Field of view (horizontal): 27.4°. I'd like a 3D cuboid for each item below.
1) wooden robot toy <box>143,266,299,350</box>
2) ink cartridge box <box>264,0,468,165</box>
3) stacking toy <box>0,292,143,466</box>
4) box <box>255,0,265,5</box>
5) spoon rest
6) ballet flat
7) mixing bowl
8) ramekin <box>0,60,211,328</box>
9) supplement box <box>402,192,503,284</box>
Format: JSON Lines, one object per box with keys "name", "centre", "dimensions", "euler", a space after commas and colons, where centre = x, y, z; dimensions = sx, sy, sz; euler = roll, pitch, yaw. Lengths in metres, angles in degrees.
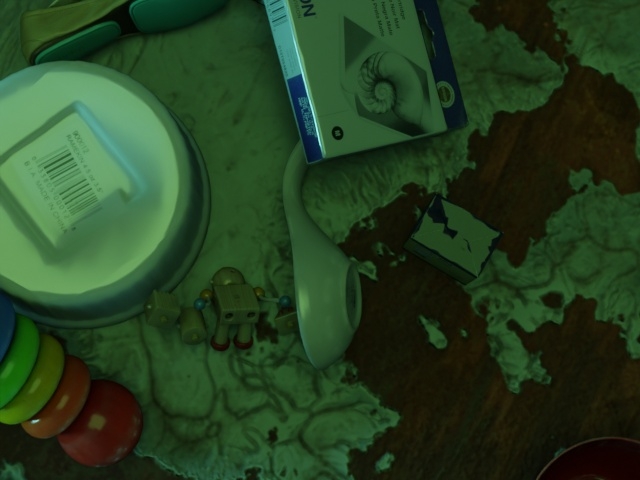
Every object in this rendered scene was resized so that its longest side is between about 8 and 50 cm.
{"name": "wooden robot toy", "centre": [-0.104, 0.065, 1.385], "dimensions": [0.173, 0.076, 0.079], "euler": [0, 43, -19]}
{"name": "ink cartridge box", "centre": [0.058, -0.207, 1.367], "dimensions": [0.224, 0.045, 0.223], "euler": [-17, 92, -33]}
{"name": "stacking toy", "centre": [-0.306, 0.119, 1.279], "dimensions": [0.330, 0.141, 0.141], "euler": [36, 81, -32]}
{"name": "box", "centre": [-0.110, -0.379, 1.424], "dimensions": [0.290, 0.087, 0.169], "euler": [27, 82, 1]}
{"name": "spoon rest", "centre": [0.000, 0.000, 1.372], "dimensions": [0.084, 0.137, 0.276], "euler": [-2, 67, 16]}
{"name": "ballet flat", "centre": [-0.216, -0.255, 1.411], "dimensions": [0.232, 0.080, 0.073], "euler": [-20, 69, -7]}
{"name": "mixing bowl", "centre": [0.289, 0.293, 1.348], "dimensions": [0.181, 0.098, 0.181], "euler": [0, 82, -2]}
{"name": "ramekin", "centre": [-0.254, -0.051, 1.349], "dimensions": [0.277, 0.135, 0.277], "euler": [0, 82, -2]}
{"name": "supplement box", "centre": [0.139, 0.000, 1.387], "dimensions": [0.083, 0.083, 0.056], "euler": [31, 82, 2]}
